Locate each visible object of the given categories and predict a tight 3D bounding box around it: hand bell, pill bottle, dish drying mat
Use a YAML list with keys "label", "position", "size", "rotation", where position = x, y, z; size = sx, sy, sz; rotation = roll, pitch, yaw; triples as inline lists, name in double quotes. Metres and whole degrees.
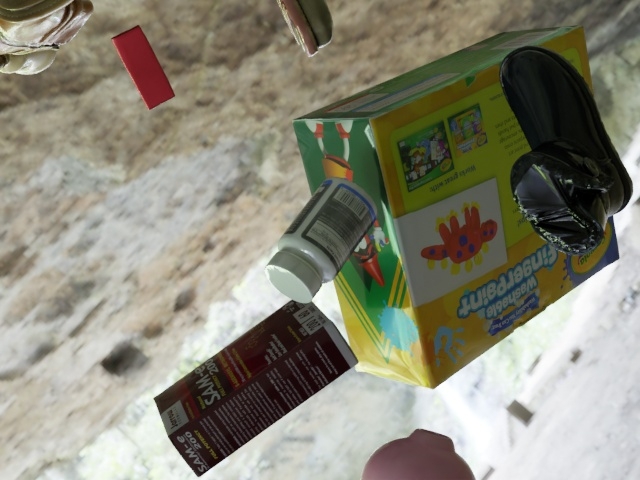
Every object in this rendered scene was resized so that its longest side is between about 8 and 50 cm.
- label: "hand bell"
  position: [-0.518, -0.283, 1.613]
  size: [0.126, 0.126, 0.242]
  rotation: [-53, 13, 28]
- label: "pill bottle"
  position: [0.000, 0.000, 1.157]
  size: [0.137, 0.078, 0.078]
  rotation: [-53, -5, -24]
- label: "dish drying mat"
  position: [-0.174, -0.170, 0.997]
  size: [0.032, 0.008, 0.083]
  rotation: [-29, -54, -7]

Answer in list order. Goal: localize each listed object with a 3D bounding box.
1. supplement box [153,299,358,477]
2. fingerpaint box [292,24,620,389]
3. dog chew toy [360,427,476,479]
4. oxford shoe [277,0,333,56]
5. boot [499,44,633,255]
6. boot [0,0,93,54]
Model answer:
- label: "supplement box"
  position: [-0.084, 0.175, 1.260]
  size: [0.239, 0.073, 0.130]
  rotation: [-36, 22, -7]
- label: "fingerpaint box"
  position: [0.208, -0.063, 1.420]
  size: [0.444, 0.371, 0.163]
  rotation: [-28, 22, -35]
- label: "dog chew toy"
  position: [0.081, 0.370, 1.097]
  size: [0.206, 0.206, 0.332]
  rotation: [42, -116, -83]
- label: "oxford shoe"
  position: [-0.012, -0.394, 1.309]
  size: [0.130, 0.348, 0.123]
  rotation: [-13, -27, 5]
- label: "boot"
  position: [0.269, -0.113, 1.174]
  size: [0.094, 0.247, 0.207]
  rotation: [-32, -2, 30]
- label: "boot"
  position: [-0.366, -0.309, 1.341]
  size: [0.283, 0.109, 0.220]
  rotation: [-21, -4, 26]
